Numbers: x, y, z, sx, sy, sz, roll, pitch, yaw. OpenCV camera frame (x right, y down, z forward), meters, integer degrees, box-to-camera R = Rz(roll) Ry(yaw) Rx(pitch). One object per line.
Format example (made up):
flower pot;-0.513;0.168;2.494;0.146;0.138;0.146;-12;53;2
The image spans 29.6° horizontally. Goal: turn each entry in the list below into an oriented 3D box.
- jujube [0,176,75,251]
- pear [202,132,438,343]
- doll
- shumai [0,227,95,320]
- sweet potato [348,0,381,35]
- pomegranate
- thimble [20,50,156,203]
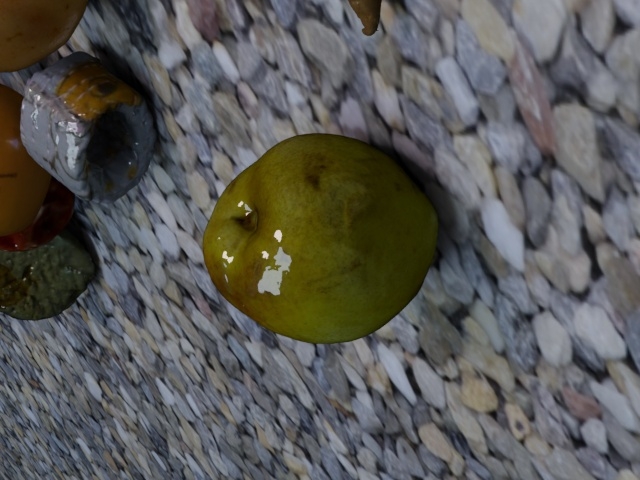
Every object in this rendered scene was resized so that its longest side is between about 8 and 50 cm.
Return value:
jujube;-0.447;-0.094;1.661;0.250;0.174;0.174;42;151;20
pear;0.000;0.000;1.074;0.200;0.200;0.200;37;150;26
doll;-0.441;-0.115;1.486;0.236;0.213;0.213;52;162;50
shumai;-0.478;-0.001;1.844;0.256;0.189;0.218;26;-163;-37
sweet potato;0.019;-0.236;0.890;0.060;0.068;0.206;50;165;42
pomegranate;-0.334;-0.269;1.234;0.209;0.209;0.209;37;150;26
thimble;-0.269;-0.128;1.391;0.118;0.127;0.151;35;144;27
